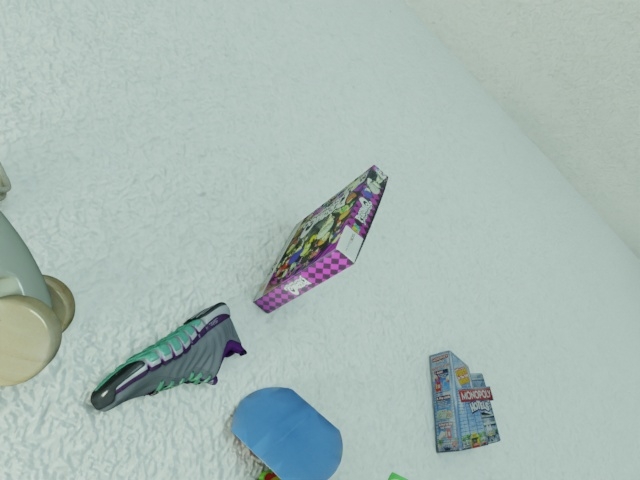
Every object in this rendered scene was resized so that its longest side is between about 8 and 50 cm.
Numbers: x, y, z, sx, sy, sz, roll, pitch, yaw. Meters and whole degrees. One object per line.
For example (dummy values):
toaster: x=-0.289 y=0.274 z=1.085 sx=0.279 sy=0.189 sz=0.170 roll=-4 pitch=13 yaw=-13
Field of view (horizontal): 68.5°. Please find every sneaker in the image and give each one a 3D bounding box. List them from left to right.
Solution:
sneaker: x=-0.184 y=0.172 z=0.627 sx=0.224 sy=0.083 sz=0.098 roll=-35 pitch=97 yaw=-48

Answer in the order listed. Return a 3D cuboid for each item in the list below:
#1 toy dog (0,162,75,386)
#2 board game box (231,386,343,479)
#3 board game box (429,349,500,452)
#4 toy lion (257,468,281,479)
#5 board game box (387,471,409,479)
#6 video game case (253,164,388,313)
toy dog: x=-0.392 y=0.015 z=0.469 sx=0.161 sy=0.220 sz=0.333 roll=-31 pitch=81 yaw=-16
board game box: x=-0.050 y=0.291 z=0.690 sx=0.169 sy=0.033 sz=0.133 roll=34 pitch=29 yaw=22
board game box: x=0.307 y=0.336 z=1.005 sx=0.194 sy=0.060 sz=0.194 roll=11 pitch=61 yaw=-39
toy lion: x=-0.048 y=0.367 z=0.680 sx=0.100 sy=0.034 sz=0.096 roll=51 pitch=50 yaw=-9
board game box: x=0.052 y=0.457 z=0.555 sx=0.213 sy=0.046 sz=0.317 roll=-46 pitch=145 yaw=-45
video game case: x=0.000 y=0.000 z=0.785 sx=0.042 sy=0.232 sz=0.210 roll=41 pitch=46 yaw=-16
